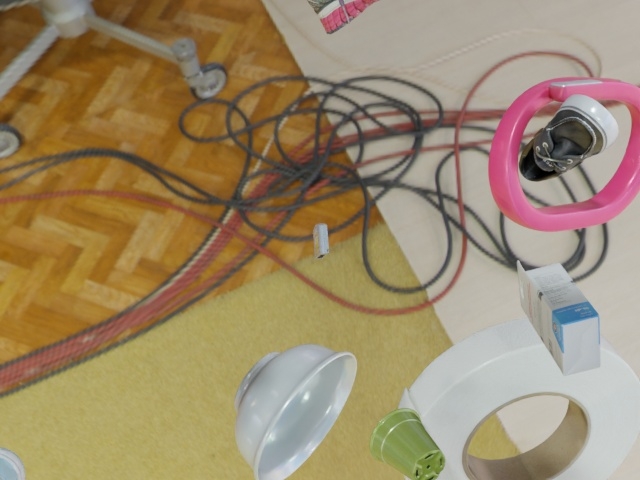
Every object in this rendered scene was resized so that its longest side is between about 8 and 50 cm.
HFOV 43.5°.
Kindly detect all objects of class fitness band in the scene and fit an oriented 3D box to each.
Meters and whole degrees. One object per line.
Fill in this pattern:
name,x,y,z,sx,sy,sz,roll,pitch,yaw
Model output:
fitness band,0.351,-0.118,1.103,0.291,0.209,0.054,-7,22,-31

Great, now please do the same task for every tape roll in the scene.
tape roll,0.306,0.292,1.244,0.392,0.392,0.072,-18,34,-2

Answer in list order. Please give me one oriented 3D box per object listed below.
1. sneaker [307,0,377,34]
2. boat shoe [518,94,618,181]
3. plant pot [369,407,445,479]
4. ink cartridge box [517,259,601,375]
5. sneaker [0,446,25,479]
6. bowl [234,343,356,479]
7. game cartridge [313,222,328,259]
sneaker,0.069,-0.392,1.114,0.112,0.299,0.121,53,54,-14
boat shoe,0.305,-0.120,1.031,0.080,0.228,0.076,43,85,0
plant pot,0.119,0.274,1.040,0.083,0.083,0.079,-37,35,-13
ink cartridge box,0.169,0.050,0.574,0.028,0.048,0.083,-14,32,-2
sneaker,-0.505,0.473,1.134,0.127,0.208,0.319,1,90,-7
bowl,-0.070,0.307,1.531,0.134,0.298,0.298,31,69,25
game cartridge,0.000,0.000,1.347,0.017,0.083,0.056,0,81,-8
